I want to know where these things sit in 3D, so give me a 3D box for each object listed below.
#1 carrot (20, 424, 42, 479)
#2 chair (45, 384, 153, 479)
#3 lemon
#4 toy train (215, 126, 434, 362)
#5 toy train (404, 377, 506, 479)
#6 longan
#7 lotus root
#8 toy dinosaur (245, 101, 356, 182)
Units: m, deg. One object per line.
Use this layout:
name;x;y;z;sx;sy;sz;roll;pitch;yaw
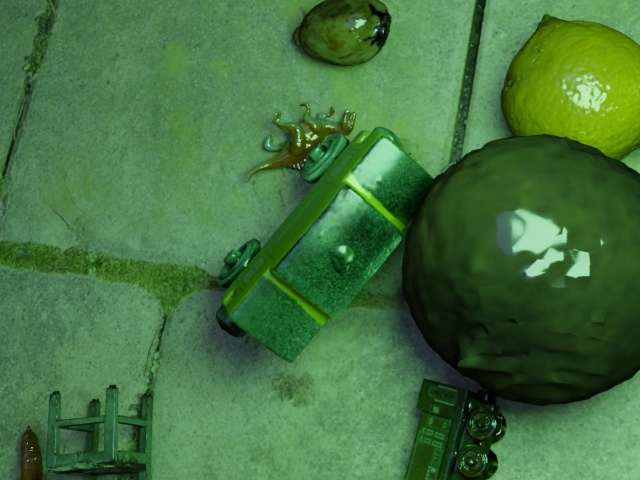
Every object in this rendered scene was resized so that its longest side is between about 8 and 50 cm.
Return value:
carrot;-0.540;0.459;1.445;0.057;0.057;0.224;-19;65;13
chair;-0.387;0.401;1.355;0.136;0.147;0.270;-8;71;16
lemon;0.413;-0.222;1.220;0.228;0.228;0.253;-43;67;3
toy train;0.000;0.000;1.255;0.179;0.272;0.442;40;90;-18
toy train;0.205;0.333;1.205;0.137;0.090;0.225;11;78;29
longan;0.308;0.041;1.094;0.391;0.391;0.391;-5;73;17
lotus root;0.035;-0.395;1.458;0.214;0.138;0.138;0;74;30
toy dinosaur;-0.036;-0.175;1.462;0.142;0.057;0.212;28;97;5
